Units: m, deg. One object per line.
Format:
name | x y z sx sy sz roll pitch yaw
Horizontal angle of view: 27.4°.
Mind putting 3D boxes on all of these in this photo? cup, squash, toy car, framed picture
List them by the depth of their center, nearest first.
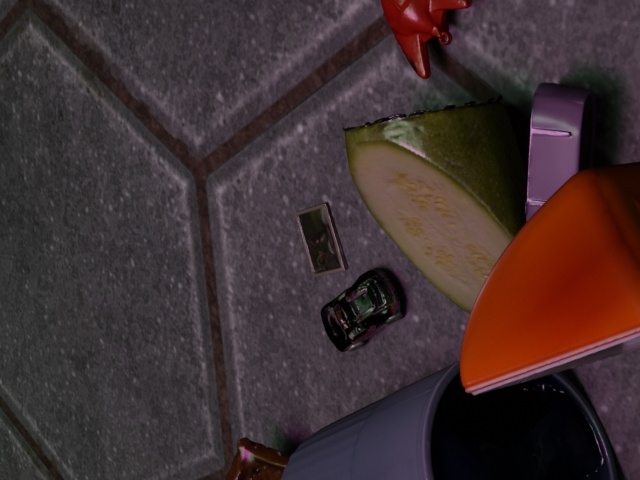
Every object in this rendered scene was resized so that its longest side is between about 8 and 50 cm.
squash | 0.136 -0.011 1.387 0.189 0.189 0.260 -5 96 48
cup | 0.155 0.294 1.469 0.311 0.331 0.256 -32 46 50
toy car | 0.045 0.089 1.622 0.142 0.055 0.069 -42 69 45
framed picture | 0.000 0.000 1.676 0.066 0.007 0.089 -15 92 49

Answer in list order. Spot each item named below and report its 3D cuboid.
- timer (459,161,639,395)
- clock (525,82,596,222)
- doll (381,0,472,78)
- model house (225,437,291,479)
timer | 0.275 0.050 1.210 0.250 0.257 0.161 -49 60 42
clock | 0.245 -0.085 1.320 0.050 0.110 0.152 7 111 20
doll | 0.091 -0.271 1.443 0.169 0.057 0.109 49 131 23
model house | -0.052 0.399 1.770 0.220 0.199 0.229 -23 54 11
